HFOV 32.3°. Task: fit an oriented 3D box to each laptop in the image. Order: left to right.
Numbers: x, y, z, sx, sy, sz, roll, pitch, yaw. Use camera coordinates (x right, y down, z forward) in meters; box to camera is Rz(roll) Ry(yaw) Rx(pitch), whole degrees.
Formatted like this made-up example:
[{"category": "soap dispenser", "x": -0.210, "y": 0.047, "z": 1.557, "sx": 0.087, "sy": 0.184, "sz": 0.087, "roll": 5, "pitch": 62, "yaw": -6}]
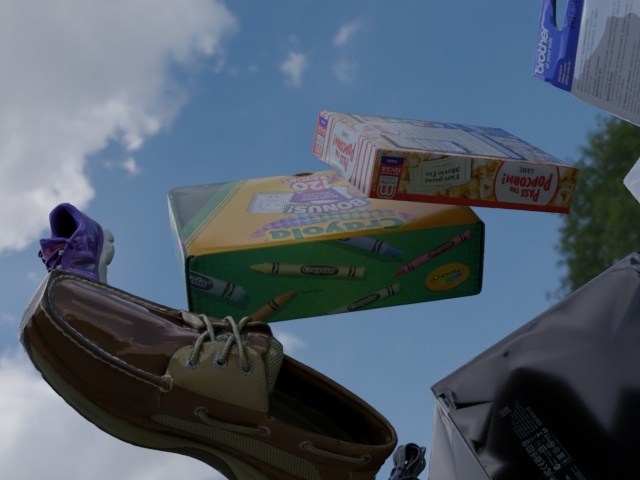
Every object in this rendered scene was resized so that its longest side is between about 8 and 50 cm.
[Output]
[{"category": "laptop", "x": 0.260, "y": 0.274, "z": 1.027, "sx": 0.408, "sy": 0.382, "sz": 0.236, "roll": -35, "pitch": -64, "yaw": 1}]

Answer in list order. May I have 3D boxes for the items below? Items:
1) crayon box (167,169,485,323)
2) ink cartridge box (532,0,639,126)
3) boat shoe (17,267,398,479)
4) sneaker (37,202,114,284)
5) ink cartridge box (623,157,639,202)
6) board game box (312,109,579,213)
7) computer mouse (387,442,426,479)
[{"category": "crayon box", "x": 0.000, "y": 0.000, "z": 1.073, "sx": 0.278, "sy": 0.165, "sz": 0.081, "roll": -7, "pitch": -65, "yaw": -11}, {"category": "ink cartridge box", "x": 0.318, "y": -0.175, "z": 0.931, "sx": 0.065, "sy": 0.311, "sz": 0.186, "roll": -21, "pitch": -53, "yaw": -33}, {"category": "boat shoe", "x": -0.077, "y": 0.110, "z": 0.885, "sx": 0.324, "sy": 0.122, "sz": 0.120, "roll": 32, "pitch": -60, "yaw": -22}, {"category": "sneaker", "x": -0.224, "y": 0.035, "z": 0.977, "sx": 0.068, "sy": 0.170, "sz": 0.071, "roll": -28, "pitch": -46, "yaw": 11}, {"category": "ink cartridge box", "x": 0.457, "y": -0.081, "z": 1.294, "sx": 0.180, "sy": 0.060, "sz": 0.104, "roll": 4, "pitch": -50, "yaw": -32}, {"category": "board game box", "x": 0.108, "y": -0.072, "z": 0.988, "sx": 0.193, "sy": 0.147, "sz": 0.045, "roll": 4, "pitch": -72, "yaw": -21}, {"category": "computer mouse", "x": 0.190, "y": 0.331, "z": 1.305, "sx": 0.060, "sy": 0.262, "sz": 0.184, "roll": -61, "pitch": -11, "yaw": 22}]
